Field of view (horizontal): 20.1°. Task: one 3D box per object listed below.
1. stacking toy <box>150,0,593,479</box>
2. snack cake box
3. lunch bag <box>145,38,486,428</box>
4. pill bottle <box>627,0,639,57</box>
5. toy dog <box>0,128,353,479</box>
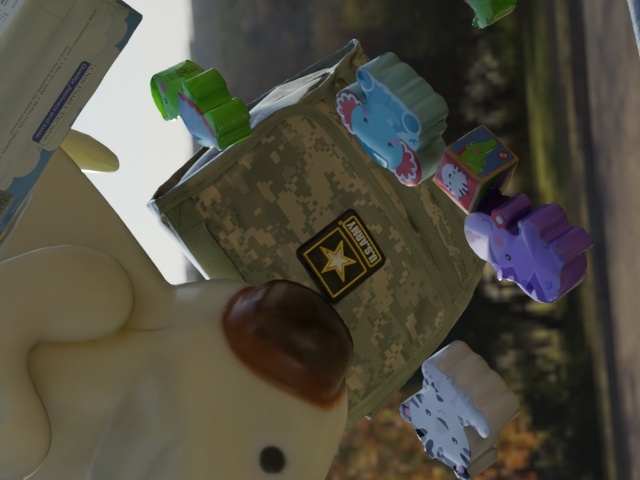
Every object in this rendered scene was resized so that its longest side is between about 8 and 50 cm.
[{"bbox_3d":[0.056,-0.025,0.741,0.221,0.167,0.052,47,148,20],"label":"stacking toy"},{"bbox_3d":[-0.241,-0.131,0.965,0.152,0.264,0.089,-56,-29,6],"label":"snack cake box"},{"bbox_3d":[0.000,0.000,1.467,0.235,0.169,0.287,56,-152,-11],"label":"lunch bag"},{"bbox_3d":[0.251,-0.218,1.167,0.130,0.130,0.246,68,-170,-85],"label":"pill bottle"},{"bbox_3d":[-0.180,0.091,1.304,0.395,0.408,0.285,-41,-25,-60],"label":"toy dog"}]
